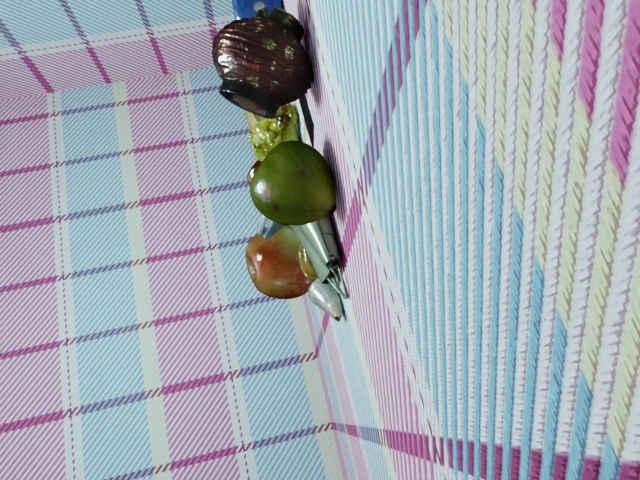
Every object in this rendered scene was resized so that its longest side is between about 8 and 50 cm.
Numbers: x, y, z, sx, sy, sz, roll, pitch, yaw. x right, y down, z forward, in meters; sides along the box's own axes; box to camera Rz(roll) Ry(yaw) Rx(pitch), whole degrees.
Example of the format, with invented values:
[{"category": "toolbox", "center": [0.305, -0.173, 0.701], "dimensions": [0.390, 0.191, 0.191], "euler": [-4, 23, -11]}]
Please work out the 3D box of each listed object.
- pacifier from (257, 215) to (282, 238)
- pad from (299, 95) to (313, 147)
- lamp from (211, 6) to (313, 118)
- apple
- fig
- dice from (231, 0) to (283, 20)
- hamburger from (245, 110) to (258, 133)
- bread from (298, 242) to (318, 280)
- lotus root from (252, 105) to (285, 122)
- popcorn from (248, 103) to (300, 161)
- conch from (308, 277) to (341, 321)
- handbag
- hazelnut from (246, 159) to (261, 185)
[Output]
[{"category": "pacifier", "center": [-0.086, -0.072, 1.564], "dimensions": [0.207, 0.227, 0.279], "euler": [36, 145, 4]}, {"category": "pad", "center": [-0.041, -0.357, 1.348], "dimensions": [0.116, 0.004, 0.193], "euler": [90, 165, -64]}, {"category": "lamp", "center": [-0.130, -0.413, 1.110], "dimensions": [0.247, 0.247, 0.247], "euler": [168, 90, -83]}, {"category": "apple", "center": [-0.170, 0.094, 2.022], "dimensions": [0.319, 0.277, 0.319], "euler": [168, 90, -81]}, {"category": "fig", "center": [-0.050, -0.119, 1.132], "dimensions": [0.225, 0.203, 0.203], "euler": [39, 156, 22]}, {"category": "dice", "center": [-0.182, -0.667, 1.407], "dimensions": [0.146, 0.143, 0.146], "euler": [116, 145, -81]}, {"category": "hamburger", "center": [-0.251, -0.560, 2.170], "dimensions": [0.286, 0.146, 0.243], "euler": [98, 154, -52]}, {"category": "bread", "center": [-0.035, 0.066, 1.688], "dimensions": [0.225, 0.081, 0.134], "euler": [104, 152, -73]}, {"category": "lotus root", "center": [-0.195, -0.508, 1.801], "dimensions": [0.154, 0.140, 0.256], "euler": [-102, -4, -75]}, {"category": "popcorn", "center": [-0.149, -0.355, 1.587], "dimensions": [0.173, 0.168, 0.195], "euler": [-41, -40, -55]}, {"category": "conch", "center": [0.029, 0.174, 1.454], "dimensions": [0.176, 0.094, 0.104], "euler": [38, 133, 37]}, {"category": "handbag", "center": [-0.008, 0.020, 1.312], "dimensions": [0.241, 0.109, 0.315], "euler": [96, 157, -71]}, {"category": "hazelnut", "center": [-0.176, -0.244, 1.806], "dimensions": [0.208, 0.208, 0.208], "euler": [168, 90, -83]}]
